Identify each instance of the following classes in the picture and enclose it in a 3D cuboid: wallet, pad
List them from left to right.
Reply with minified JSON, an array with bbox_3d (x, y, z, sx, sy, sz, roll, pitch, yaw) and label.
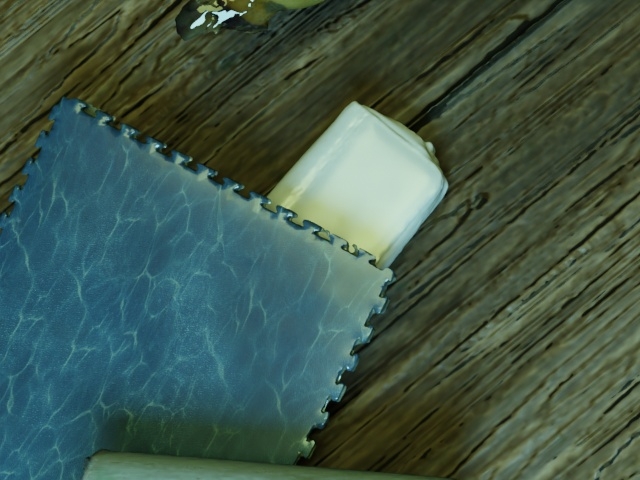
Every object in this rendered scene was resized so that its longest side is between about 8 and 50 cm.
[{"bbox_3d":[-0.118,0.077,1.060,0.269,0.012,0.270,26,93,16],"label":"pad"},{"bbox_3d":[0.000,0.000,1.066,0.095,0.033,0.190,42,88,16],"label":"wallet"}]

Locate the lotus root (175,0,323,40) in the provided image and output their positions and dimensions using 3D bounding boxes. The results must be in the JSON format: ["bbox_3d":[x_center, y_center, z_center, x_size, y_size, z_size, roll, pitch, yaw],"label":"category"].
[{"bbox_3d":[-0.021,-0.220,1.080,0.125,0.118,0.221,19,83,48],"label":"lotus root"}]

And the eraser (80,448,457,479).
[{"bbox_3d":[-0.039,0.211,0.960,0.227,0.081,0.174,2,61,18],"label":"eraser"}]
